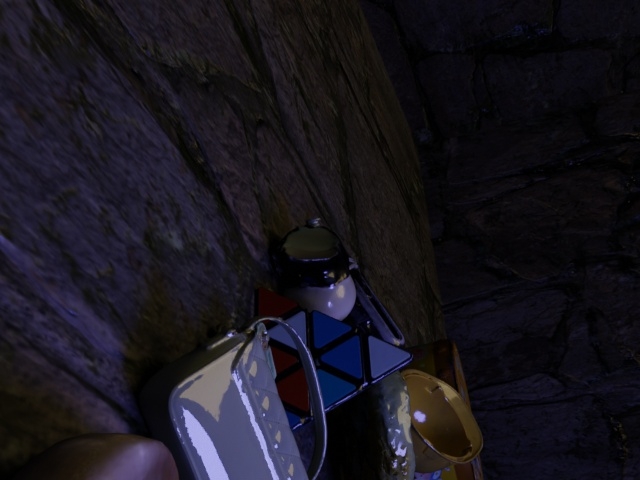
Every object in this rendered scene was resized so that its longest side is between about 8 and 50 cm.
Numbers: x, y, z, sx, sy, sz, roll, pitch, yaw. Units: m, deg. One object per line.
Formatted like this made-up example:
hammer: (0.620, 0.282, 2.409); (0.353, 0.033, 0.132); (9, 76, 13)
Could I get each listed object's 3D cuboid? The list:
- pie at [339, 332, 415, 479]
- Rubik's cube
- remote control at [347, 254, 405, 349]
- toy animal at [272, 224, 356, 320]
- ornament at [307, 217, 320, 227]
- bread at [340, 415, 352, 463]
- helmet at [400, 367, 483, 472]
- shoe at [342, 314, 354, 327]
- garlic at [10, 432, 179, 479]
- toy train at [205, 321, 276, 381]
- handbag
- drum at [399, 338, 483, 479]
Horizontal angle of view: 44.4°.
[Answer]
pie: (0.086, 0.331, 1.404); (0.296, 0.078, 0.372); (133, -51, -64)
Rubik's cube: (-0.066, 0.187, 1.257); (0.250, 0.284, 0.234); (-22, 77, -42)
remote control: (0.082, 0.115, 1.522); (0.266, 0.066, 0.090); (62, 18, 15)
toy animal: (-0.013, 0.074, 1.424); (0.166, 0.138, 0.179); (-42, 127, -51)
ornament: (-0.001, -0.004, 1.688); (0.068, 0.041, 0.092); (95, -20, -58)
bread: (0.099, 0.412, 1.577); (0.119, 0.084, 0.177); (9, 66, -43)
helmet: (0.186, 0.369, 1.520); (0.257, 0.140, 0.205); (20, 36, -51)
shoe: (0.059, 0.219, 1.596); (0.126, 0.099, 0.228); (-76, 147, -56)
garlic: (-0.188, 0.232, 0.662); (0.318, 0.112, 0.143); (56, 48, -67)
toy train: (-0.111, 0.186, 1.049); (0.194, 0.080, 0.125); (-59, 138, -71)
handbag: (-0.083, 0.222, 0.936); (0.219, 0.079, 0.256); (-30, 111, -38)
drum: (0.244, 0.450, 1.807); (0.431, 0.214, 0.432); (-12, 90, -80)
